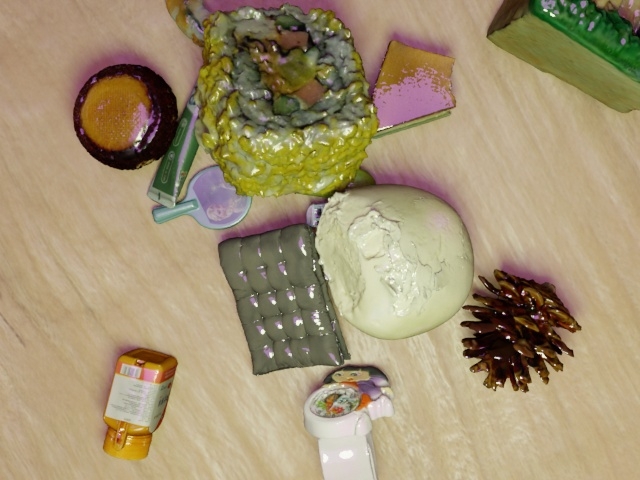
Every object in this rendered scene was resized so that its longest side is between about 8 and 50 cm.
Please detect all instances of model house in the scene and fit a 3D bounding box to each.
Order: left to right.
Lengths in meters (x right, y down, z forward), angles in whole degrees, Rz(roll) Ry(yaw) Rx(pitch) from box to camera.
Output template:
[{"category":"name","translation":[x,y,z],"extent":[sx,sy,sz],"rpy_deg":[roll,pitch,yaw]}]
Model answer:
[{"category":"model house","translation":[0.606,-0.499,1.446],"extent":[0.382,0.334,0.343],"rpy_deg":[29,93,-6]}]

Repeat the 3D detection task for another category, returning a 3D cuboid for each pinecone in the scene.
[{"category":"pinecone","translation":[0.411,0.198,1.479],"extent":[0.264,0.264,0.264],"rpy_deg":[0,89,4]}]

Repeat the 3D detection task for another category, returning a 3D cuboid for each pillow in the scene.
[{"category":"pillow","translation":[-0.079,0.134,1.545],"extent":[0.228,0.101,0.326],"rpy_deg":[-12,97,21]}]

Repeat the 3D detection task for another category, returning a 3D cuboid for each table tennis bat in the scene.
[{"category":"table tennis bat","translation":[-0.274,-0.089,1.638],"extent":[0.237,0.038,0.149],"rpy_deg":[-16,88,1]}]

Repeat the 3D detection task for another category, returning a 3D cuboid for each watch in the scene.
[{"category":"watch","translation":[0.078,0.416,1.530],"extent":[0.196,0.244,0.231],"rpy_deg":[-11,110,6]}]

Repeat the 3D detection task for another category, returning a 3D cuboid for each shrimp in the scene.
[{"category":"shrimp","translation":[-0.268,-0.591,1.643],"extent":[0.185,0.068,0.287],"rpy_deg":[24,80,0]}]

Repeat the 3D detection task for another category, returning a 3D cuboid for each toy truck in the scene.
[{"category":"toy truck","translation":[0.000,0.000,1.596],"extent":[0.115,0.080,0.178],"rpy_deg":[2,90,14]}]

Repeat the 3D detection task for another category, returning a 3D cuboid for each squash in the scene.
[{"category":"squash","translation":[0.035,-0.135,1.587],"extent":[0.187,0.095,0.095],"rpy_deg":[9,89,3]}]

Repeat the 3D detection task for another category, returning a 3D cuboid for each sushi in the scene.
[{"category":"sushi","translation":[-0.090,-0.293,1.475],"extent":[0.351,0.240,0.397],"rpy_deg":[-10,66,-13]}]

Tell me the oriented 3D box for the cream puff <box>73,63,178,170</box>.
[{"category":"cream puff","translation":[-0.427,-0.274,1.584],"extent":[0.239,0.165,0.239],"rpy_deg":[-1,87,9]}]

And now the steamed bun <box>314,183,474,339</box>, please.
[{"category":"steamed bun","translation":[0.175,0.021,1.451],"extent":[0.311,0.233,0.334],"rpy_deg":[-19,79,-32]}]

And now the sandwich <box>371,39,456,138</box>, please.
[{"category":"sandwich","translation":[0.204,-0.307,1.571],"extent":[0.186,0.108,0.220],"rpy_deg":[19,88,5]}]

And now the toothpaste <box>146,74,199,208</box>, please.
[{"category":"toothpaste","translation":[-0.293,-0.264,1.627],"extent":[0.098,0.061,0.392],"rpy_deg":[23,91,35]}]

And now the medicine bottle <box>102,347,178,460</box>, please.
[{"category":"medicine bottle","translation":[-0.407,0.364,1.577],"extent":[0.112,0.149,0.222],"rpy_deg":[14,90,4]}]
